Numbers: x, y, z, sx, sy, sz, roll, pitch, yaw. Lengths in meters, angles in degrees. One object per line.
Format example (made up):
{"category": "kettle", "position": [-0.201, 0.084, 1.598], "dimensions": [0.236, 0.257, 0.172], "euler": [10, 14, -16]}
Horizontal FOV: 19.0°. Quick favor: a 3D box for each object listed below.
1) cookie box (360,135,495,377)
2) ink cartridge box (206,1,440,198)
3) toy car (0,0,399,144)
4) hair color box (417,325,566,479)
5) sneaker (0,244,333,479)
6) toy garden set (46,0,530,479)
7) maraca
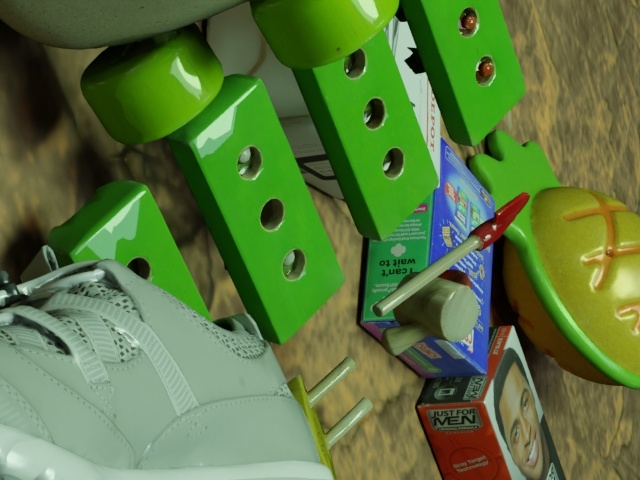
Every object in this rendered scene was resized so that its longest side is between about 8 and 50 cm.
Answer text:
{"category": "cookie box", "position": [0.060, 0.011, 1.040], "dimensions": [0.092, 0.040, 0.107], "euler": [43, 47, -55]}
{"category": "ink cartridge box", "position": [0.012, -0.084, 0.935], "dimensions": [0.180, 0.060, 0.104], "euler": [25, 62, -62]}
{"category": "toy car", "position": [-0.053, -0.158, 0.741], "dimensions": [0.155, 0.149, 0.188], "euler": [59, 22, -24]}
{"category": "hair color box", "position": [0.104, 0.126, 1.104], "dimensions": [0.141, 0.043, 0.072], "euler": [68, 31, -30]}
{"category": "sneaker", "position": [-0.101, 0.055, 0.631], "dimensions": [0.281, 0.105, 0.115], "euler": [23, 47, -57]}
{"category": "toy garden set", "position": [0.000, 0.000, 0.821], "dimensions": [0.244, 0.049, 0.204], "euler": [-45, 130, -28]}
{"category": "maraca", "position": [0.157, 0.012, 1.190], "dimensions": [0.185, 0.099, 0.127], "euler": [51, 29, -6]}
